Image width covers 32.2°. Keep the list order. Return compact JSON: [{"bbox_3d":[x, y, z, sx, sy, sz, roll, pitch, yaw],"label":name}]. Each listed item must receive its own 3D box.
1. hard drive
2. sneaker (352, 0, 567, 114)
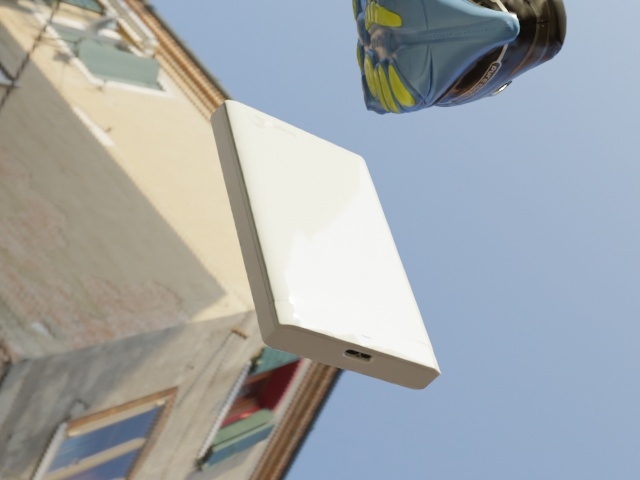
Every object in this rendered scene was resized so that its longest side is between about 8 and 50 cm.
[{"bbox_3d":[0.000,0.000,1.137,0.040,0.203,0.308,-46,-139,30],"label":"hard drive"},{"bbox_3d":[0.054,-0.085,0.455,0.078,0.188,0.067,-7,-77,-2],"label":"sneaker"}]
